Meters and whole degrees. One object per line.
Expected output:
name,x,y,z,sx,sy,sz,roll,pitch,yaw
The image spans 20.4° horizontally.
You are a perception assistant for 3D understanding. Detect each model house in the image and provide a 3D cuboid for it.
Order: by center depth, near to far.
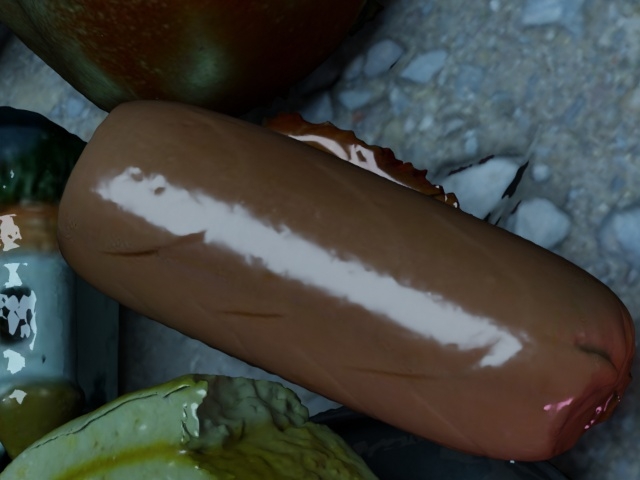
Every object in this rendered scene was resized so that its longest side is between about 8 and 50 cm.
model house,-0.225,0.096,1.081,0.253,0.184,0.291,-12,75,20

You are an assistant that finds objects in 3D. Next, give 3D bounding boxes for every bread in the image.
bread,-0.082,0.174,0.924,0.257,0.124,0.185,-18,76,31

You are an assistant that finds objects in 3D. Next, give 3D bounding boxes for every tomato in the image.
tomato,-0.102,-0.221,1.063,0.304,0.239,0.303,-6,74,22

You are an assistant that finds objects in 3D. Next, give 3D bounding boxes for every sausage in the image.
sausage,0.014,0.022,0.921,0.304,0.121,0.121,22,86,15

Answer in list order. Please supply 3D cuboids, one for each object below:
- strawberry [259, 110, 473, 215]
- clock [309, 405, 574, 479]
strawberry,-0.003,-0.001,1.032,0.192,0.085,0.140,-26,78,12
clock,0.037,0.248,0.957,0.319,0.066,0.318,-7,73,26
